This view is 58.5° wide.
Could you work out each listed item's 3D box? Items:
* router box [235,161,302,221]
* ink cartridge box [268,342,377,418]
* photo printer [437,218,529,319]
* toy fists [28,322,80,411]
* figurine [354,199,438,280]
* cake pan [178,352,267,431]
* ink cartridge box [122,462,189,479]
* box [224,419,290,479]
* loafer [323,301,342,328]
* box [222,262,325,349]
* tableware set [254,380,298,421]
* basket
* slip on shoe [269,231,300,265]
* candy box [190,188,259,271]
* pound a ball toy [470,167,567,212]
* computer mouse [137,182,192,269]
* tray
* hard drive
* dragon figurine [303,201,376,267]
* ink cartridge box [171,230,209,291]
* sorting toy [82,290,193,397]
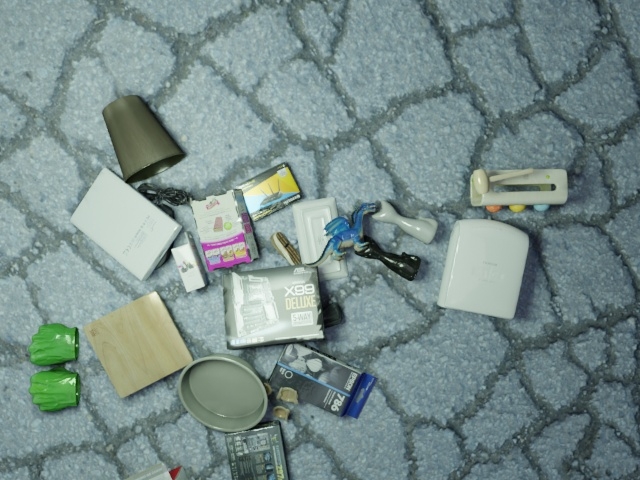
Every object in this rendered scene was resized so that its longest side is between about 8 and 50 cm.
[{"bbox_3d":[-0.165,-0.156,1.846,0.179,0.046,0.133,-27,93,-1],"label":"router box"},{"bbox_3d":[0.011,0.461,1.877,0.333,0.065,0.165,24,91,-4],"label":"ink cartridge box"},{"bbox_3d":[0.533,0.085,1.860,0.256,0.107,0.307,11,92,-3],"label":"photo printer"},{"bbox_3d":[-0.847,0.403,1.820,0.143,0.096,0.278,-1,91,-13],"label":"toy fists"},{"bbox_3d":[0.245,-0.006,1.857,0.210,0.092,0.214,25,91,0],"label":"figurine"},{"bbox_3d":[-0.305,0.479,1.818,0.294,0.054,0.292,4,114,9],"label":"cake pan"},{"bbox_3d":[-0.568,0.868,1.835,0.310,0.130,0.271,-24,92,-2],"label":"ink cartridge box"},{"bbox_3d":[-0.205,0.724,1.880,0.184,0.059,0.232,-10,92,-2],"label":"box"},{"bbox_3d":[-0.040,0.262,1.861,0.224,0.076,0.078,-18,92,-7],"label":"loafer"},{"bbox_3d":[-0.147,0.209,1.803,0.308,0.076,0.242,-6,76,4],"label":"box"},{"bbox_3d":[-0.156,0.517,1.857,0.169,0.020,0.141,17,123,2],"label":"tableware set"},{"bbox_3d":[-0.563,-0.321,1.772,0.205,0.154,0.226,-28,89,-16],"label":"basket"},{"bbox_3d":[-0.116,0.034,1.863,0.041,0.051,0.135,-28,105,38],"label":"slip on shoe"},{"bbox_3d":[-0.303,-0.033,1.813,0.159,0.071,0.233,-13,94,17],"label":"candy box"},{"bbox_3d":[0.614,-0.155,1.803,0.320,0.208,0.135,-2,93,-3],"label":"pound a ball toy"},{"bbox_3d":[-0.508,-0.037,1.817,0.189,0.072,0.271,11,90,17],"label":"computer mouse"},{"bbox_3d":[0.000,0.000,1.870,0.145,0.030,0.270,-10,93,-3],"label":"tray"},{"bbox_3d":[-0.608,-0.052,1.781,0.319,0.040,0.210,37,96,13],"label":"hard drive"},{"bbox_3d":[0.058,-0.018,1.805,0.289,0.085,0.143,-25,75,-7],"label":"dragon figurine"},{"bbox_3d":[-0.418,0.065,1.816,0.062,0.104,0.181,-19,93,-2],"label":"ink cartridge box"},{"bbox_3d":[-0.572,0.324,1.829,0.256,0.089,0.257,-27,93,-1],"label":"sorting toy"}]
